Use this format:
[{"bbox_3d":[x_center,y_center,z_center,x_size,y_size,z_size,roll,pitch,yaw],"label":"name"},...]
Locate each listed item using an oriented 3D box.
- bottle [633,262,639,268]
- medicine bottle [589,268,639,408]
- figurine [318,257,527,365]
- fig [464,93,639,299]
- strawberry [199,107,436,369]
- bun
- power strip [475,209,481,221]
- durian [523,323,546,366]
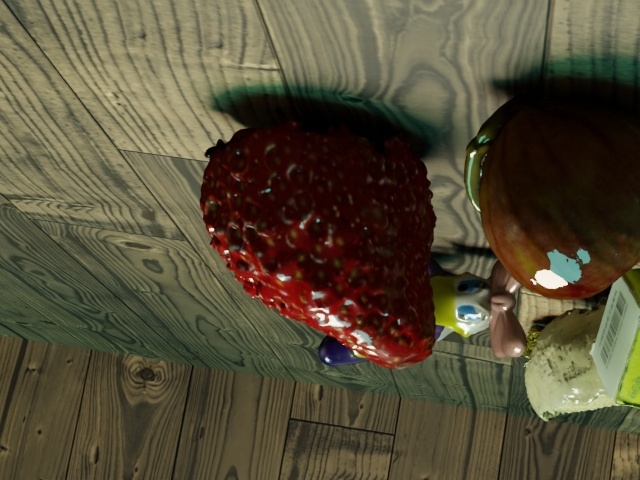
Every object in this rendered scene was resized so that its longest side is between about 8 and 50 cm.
[{"bbox_3d":[0.331,-0.014,1.669,0.097,0.110,0.209,33,160,-17],"label":"bottle"},{"bbox_3d":[0.482,0.132,2.029,0.250,0.137,0.141,10,-156,-8],"label":"medicine bottle"},{"bbox_3d":[0.147,0.097,2.226,0.193,0.154,0.421,9,170,-18],"label":"figurine"},{"bbox_3d":[0.224,-0.046,1.476,0.205,0.205,0.205,9,168,2],"label":"fig"},{"bbox_3d":[0.003,0.000,1.699,0.261,0.258,0.261,5,175,0],"label":"strawberry"},{"bbox_3d":[0.402,0.153,2.230,0.259,0.152,0.259,-10,168,-2],"label":"bun"},{"bbox_3d":[0.228,-0.034,1.799,0.093,0.053,0.288,7,168,14],"label":"power strip"},{"bbox_3d":[0.377,0.180,2.493,0.186,0.119,0.108,4,170,32],"label":"durian"}]
